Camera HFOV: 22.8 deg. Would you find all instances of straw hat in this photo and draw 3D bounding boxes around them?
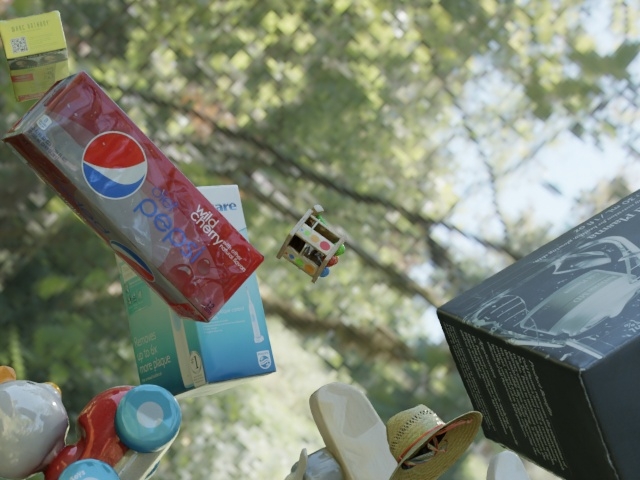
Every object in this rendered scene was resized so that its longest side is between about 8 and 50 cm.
[{"bbox_3d":[0.101,0.207,1.666,0.061,0.144,0.144,48,-12,23],"label":"straw hat"}]

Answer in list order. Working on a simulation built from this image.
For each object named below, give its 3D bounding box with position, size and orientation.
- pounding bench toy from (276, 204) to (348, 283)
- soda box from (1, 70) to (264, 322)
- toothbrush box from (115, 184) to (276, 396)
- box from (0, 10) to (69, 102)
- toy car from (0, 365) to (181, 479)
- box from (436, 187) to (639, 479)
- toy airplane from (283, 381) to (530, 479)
[{"bbox_3d":[0.000,0.000,1.929,0.065,0.083,0.052,35,-40,4],"label":"pounding bench toy"},{"bbox_3d":[-0.182,-0.040,1.557,0.263,0.092,0.083,47,-20,-17],"label":"soda box"},{"bbox_3d":[-0.198,0.084,2.418,0.216,0.126,0.295,-23,-104,55],"label":"toothbrush box"},{"bbox_3d":[-0.398,-0.255,2.223,0.232,0.087,0.058,133,-56,-77],"label":"box"},{"bbox_3d":[-0.305,0.216,1.807,0.238,0.210,0.219,37,-24,2],"label":"toy car"},{"bbox_3d":[0.532,0.167,2.632,0.472,0.480,0.297,24,-40,63],"label":"box"},{"bbox_3d":[0.105,0.392,1.769,0.384,0.386,0.272,33,-47,-26],"label":"toy airplane"}]
